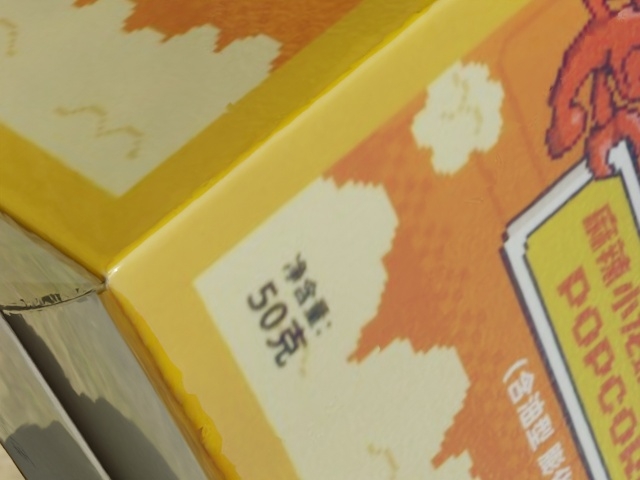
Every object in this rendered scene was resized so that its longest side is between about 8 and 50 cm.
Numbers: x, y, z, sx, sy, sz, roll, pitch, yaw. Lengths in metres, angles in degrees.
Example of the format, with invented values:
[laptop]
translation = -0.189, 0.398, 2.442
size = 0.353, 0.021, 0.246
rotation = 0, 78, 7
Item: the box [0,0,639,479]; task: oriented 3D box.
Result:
[box]
translation = 0.000, 0.000, 0.575
size = 0.259, 0.214, 0.283
rotation = 28, -27, 45
